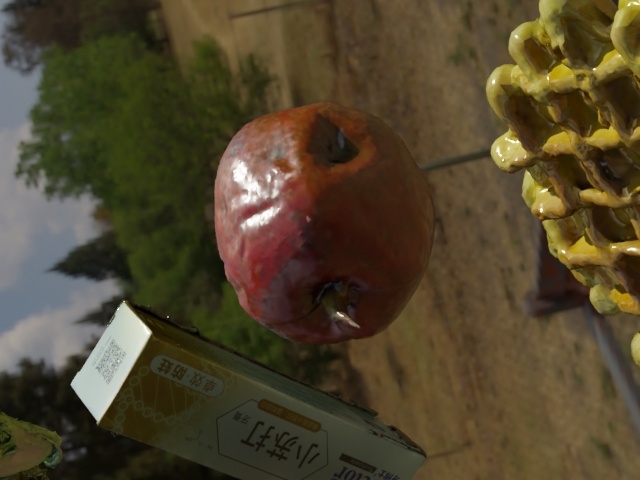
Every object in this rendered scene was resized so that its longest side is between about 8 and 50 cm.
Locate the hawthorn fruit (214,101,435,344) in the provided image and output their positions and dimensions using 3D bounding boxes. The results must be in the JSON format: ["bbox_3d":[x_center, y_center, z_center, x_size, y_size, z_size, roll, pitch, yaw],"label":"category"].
[{"bbox_3d":[-0.002,-0.016,1.440,0.258,0.258,0.261,90,-172,-75],"label":"hawthorn fruit"}]

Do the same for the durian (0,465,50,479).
[{"bbox_3d":[-0.473,0.330,1.691,0.176,0.237,0.200,3,-64,-64],"label":"durian"}]

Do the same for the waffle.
[{"bbox_3d":[0.218,-0.018,0.730,0.283,0.065,0.309,32,155,27],"label":"waffle"}]

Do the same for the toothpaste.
[{"bbox_3d":[-0.049,0.148,1.062,0.313,0.089,0.071,29,-177,-37],"label":"toothpaste"}]

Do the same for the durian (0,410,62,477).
[{"bbox_3d":[-0.401,0.197,1.323,0.375,0.132,0.106,30,-126,-47],"label":"durian"}]
